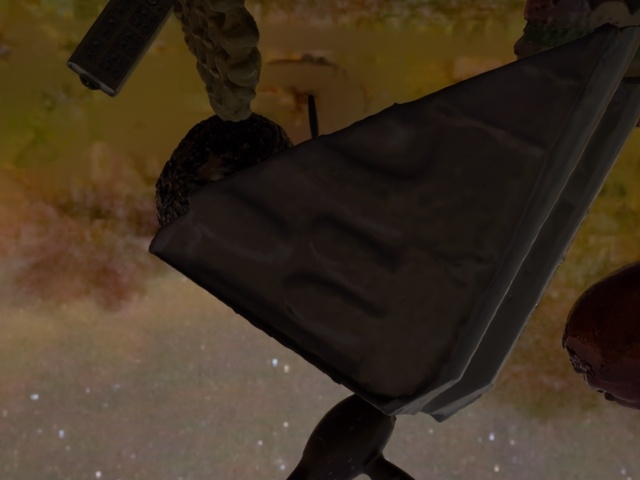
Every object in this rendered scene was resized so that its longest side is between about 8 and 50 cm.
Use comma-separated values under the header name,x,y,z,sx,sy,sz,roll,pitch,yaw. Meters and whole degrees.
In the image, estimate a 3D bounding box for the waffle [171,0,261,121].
name,x,y,z,sx,sy,sz,roll,pitch,yaw
waffle,-0.126,-0.257,1.071,0.056,0.250,0.261,-23,175,-16

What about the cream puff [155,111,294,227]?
name,x,y,z,sx,sy,sz,roll,pitch,yaw
cream puff,-0.143,-0.080,1.381,0.165,0.239,0.239,32,-173,-1

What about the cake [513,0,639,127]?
name,x,y,z,sx,sy,sz,roll,pitch,yaw
cake,0.267,-0.146,0.775,0.225,0.109,0.090,-5,-145,-15

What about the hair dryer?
name,x,y,z,sx,sy,sz,roll,pitch,yaw
hair dryer,0.101,0.471,1.715,0.340,0.312,0.123,38,178,14

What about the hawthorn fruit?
name,x,y,z,sx,sy,sz,roll,pitch,yaw
hawthorn fruit,0.489,0.114,1.370,0.211,0.299,0.211,34,-158,-16

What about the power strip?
name,x,y,z,sx,sy,sz,roll,pitch,yaw
power strip,-0.299,-0.352,1.520,0.092,0.268,0.034,35,160,-17

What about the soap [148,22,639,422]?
name,x,y,z,sx,sy,sz,roll,pitch,yaw
soap,0.050,-0.050,0.678,0.258,0.302,0.159,32,-172,26

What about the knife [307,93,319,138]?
name,x,y,z,sx,sy,sz,roll,pitch,yaw
knife,-0.005,-0.150,1.686,0.018,0.247,0.035,-7,159,0
